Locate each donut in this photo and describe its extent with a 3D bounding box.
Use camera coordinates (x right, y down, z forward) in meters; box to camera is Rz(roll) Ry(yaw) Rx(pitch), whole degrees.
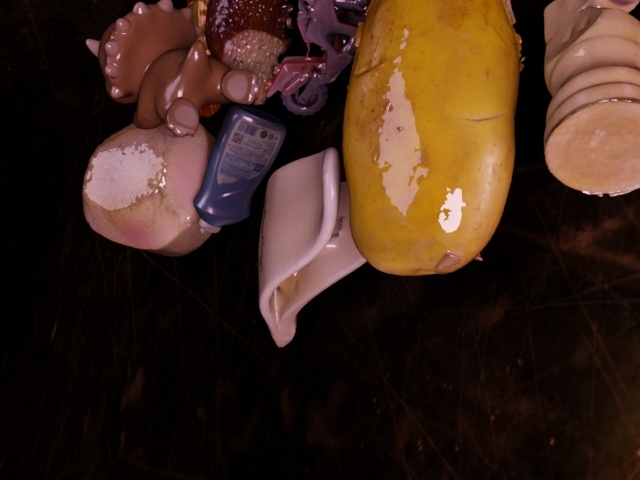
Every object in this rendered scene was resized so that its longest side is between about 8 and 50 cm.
[{"bbox_3d":[-0.126,-0.336,1.208,0.144,0.126,0.187,31,95,28],"label":"donut"}]

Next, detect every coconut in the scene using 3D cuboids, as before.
[{"bbox_3d":[-0.269,-0.093,1.271,0.259,0.259,0.259,-38,43,47],"label":"coconut"}]

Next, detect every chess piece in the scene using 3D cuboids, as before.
[{"bbox_3d":[0.209,-0.137,0.573,0.090,0.090,0.201,-42,29,44],"label":"chess piece"}]

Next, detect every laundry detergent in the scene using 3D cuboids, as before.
[{"bbox_3d":[-0.131,-0.097,1.138,0.061,0.096,0.206,46,114,49],"label":"laundry detergent"}]

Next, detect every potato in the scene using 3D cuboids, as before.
[{"bbox_3d":[0.097,-0.115,0.688,0.173,0.140,0.301,-14,69,56],"label":"potato"}]

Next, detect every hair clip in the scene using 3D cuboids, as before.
[{"bbox_3d":[-0.019,-0.002,0.863,0.282,0.113,0.173,-35,45,50],"label":"hair clip"}]

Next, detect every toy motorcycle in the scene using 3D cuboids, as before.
[{"bbox_3d":[-0.008,-0.266,0.989,0.212,0.118,0.084,-55,23,30],"label":"toy motorcycle"}]

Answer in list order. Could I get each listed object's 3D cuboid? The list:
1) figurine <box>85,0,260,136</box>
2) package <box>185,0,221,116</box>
[{"bbox_3d":[-0.233,-0.264,1.107,0.177,0.173,0.247,-31,28,-16],"label":"figurine"},{"bbox_3d":[-0.204,-0.351,1.376,0.288,0.108,0.224,-138,48,-67],"label":"package"}]
